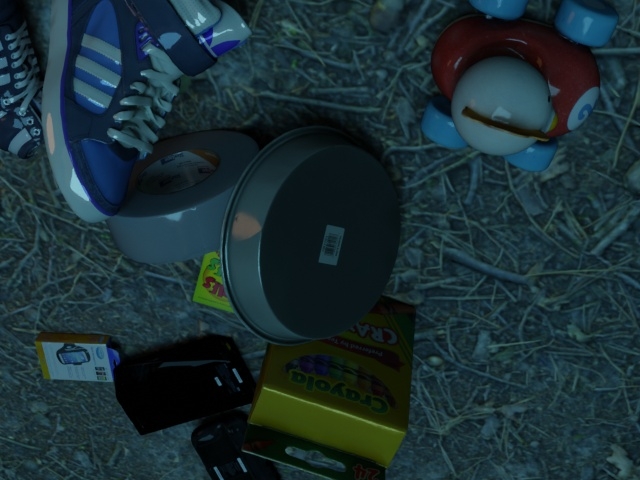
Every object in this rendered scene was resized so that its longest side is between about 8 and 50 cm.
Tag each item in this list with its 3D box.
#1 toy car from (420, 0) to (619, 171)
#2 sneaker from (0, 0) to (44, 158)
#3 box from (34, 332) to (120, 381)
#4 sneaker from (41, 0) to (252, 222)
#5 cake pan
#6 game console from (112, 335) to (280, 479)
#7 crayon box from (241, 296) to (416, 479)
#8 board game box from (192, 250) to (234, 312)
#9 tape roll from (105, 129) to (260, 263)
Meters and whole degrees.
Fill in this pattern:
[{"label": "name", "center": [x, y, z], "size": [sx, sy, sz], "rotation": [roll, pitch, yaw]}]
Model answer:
[{"label": "toy car", "center": [0.230, -0.162, 1.088], "size": [0.210, 0.238, 0.219], "rotation": [17, 124, -3]}, {"label": "sneaker", "center": [-0.394, -0.227, 1.211], "size": [0.153, 0.099, 0.282], "rotation": [27, 130, -4]}, {"label": "box", "center": [-0.392, 0.192, 1.531], "size": [0.136, 0.028, 0.081], "rotation": [1, 123, 4]}, {"label": "sneaker", "center": [-0.195, -0.195, 1.109], "size": [0.236, 0.323, 0.130], "rotation": [-9, 166, 17]}, {"label": "cake pan", "center": [0.000, 0.000, 1.211], "size": [0.054, 0.293, 0.293], "rotation": [15, 135, 45]}, {"label": "game console", "center": [-0.185, 0.323, 1.571], "size": [0.213, 0.044, 0.361], "rotation": [-17, 120, 11]}, {"label": "crayon box", "center": [0.022, 0.184, 1.294], "size": [0.202, 0.319, 0.081], "rotation": [18, 125, -5]}, {"label": "board game box", "center": [-0.122, 0.022, 1.373], "size": [0.092, 0.043, 0.181], "rotation": [16, 124, -4]}, {"label": "tape roll", "center": [-0.175, -0.061, 1.220], "size": [0.219, 0.219, 0.072], "rotation": [-8, 123, 12]}]
